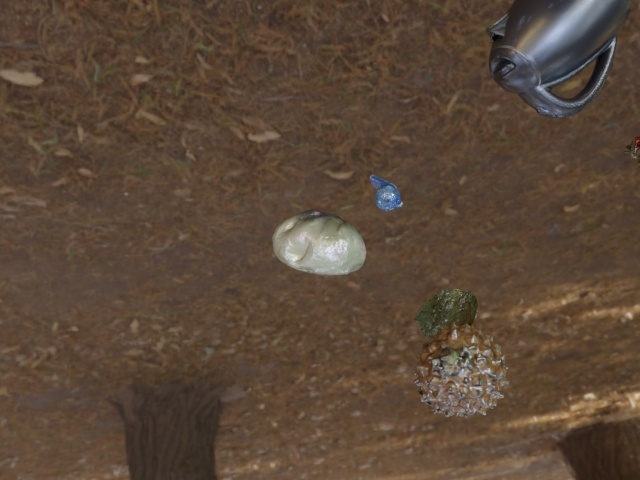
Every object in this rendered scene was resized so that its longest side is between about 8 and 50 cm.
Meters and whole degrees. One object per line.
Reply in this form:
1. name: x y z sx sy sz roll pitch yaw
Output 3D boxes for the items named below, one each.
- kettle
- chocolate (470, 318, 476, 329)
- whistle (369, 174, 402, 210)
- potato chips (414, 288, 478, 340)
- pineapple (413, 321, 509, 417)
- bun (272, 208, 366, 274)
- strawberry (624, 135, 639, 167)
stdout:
1. kettle: 0.490 -0.402 1.283 0.290 0.268 0.207 -48 -173 -14
2. chocolate: 0.421 0.275 1.982 0.177 0.176 0.176 -9 148 -6
3. whistle: 0.199 -0.141 1.956 0.090 0.158 0.090 -25 130 -34
4. potato chips: 0.288 0.178 1.427 0.026 0.142 0.209 6 -178 -29
5. pineapple: 0.230 0.216 1.036 0.166 0.166 0.193 -22 148 15
6. bun: 0.005 0.001 1.707 0.273 0.273 0.168 5 102 -25
7. strawberry: 1.042 -0.293 1.864 0.208 0.167 0.087 -19 130 9
